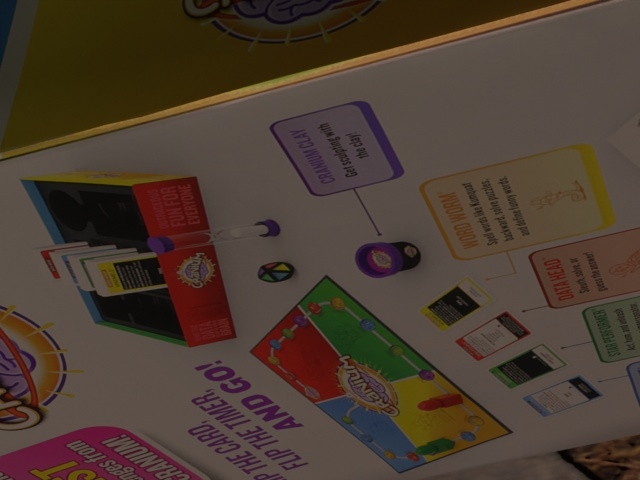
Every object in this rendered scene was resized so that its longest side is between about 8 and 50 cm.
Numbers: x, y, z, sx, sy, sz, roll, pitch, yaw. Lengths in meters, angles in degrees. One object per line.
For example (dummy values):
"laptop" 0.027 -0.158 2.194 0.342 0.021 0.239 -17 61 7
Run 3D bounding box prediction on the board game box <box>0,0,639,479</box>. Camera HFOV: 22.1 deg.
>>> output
"board game box" 0.000 0.000 0.489 0.316 0.064 0.242 -13 147 12
